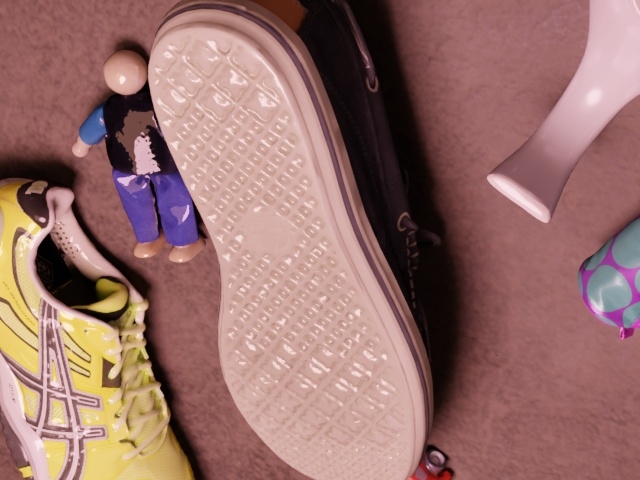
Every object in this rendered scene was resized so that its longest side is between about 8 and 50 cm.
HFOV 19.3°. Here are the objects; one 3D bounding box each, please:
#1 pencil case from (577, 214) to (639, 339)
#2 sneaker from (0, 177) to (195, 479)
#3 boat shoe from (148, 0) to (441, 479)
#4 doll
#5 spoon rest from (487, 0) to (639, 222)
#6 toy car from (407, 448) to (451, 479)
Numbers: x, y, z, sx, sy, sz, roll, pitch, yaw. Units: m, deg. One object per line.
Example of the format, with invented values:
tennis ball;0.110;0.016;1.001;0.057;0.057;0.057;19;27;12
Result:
pencil case;0.260;0.008;1.385;0.151;0.064;0.070;-41;70;43
sneaker;-0.214;0.117;1.703;0.147;0.145;0.385;-17;112;39
boat shoe;0.000;0.000;1.484;0.187;0.156;0.500;4;130;26
doll;-0.153;-0.073;1.598;0.129;0.046;0.189;7;125;27
spoon rest;0.219;-0.139;1.314;0.137;0.084;0.276;37;120;2
toy car;0.143;0.255;1.638;0.225;0.053;0.239;-3;119;34
